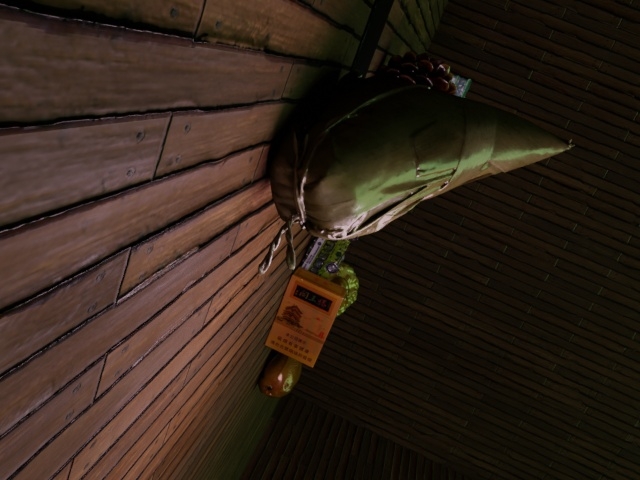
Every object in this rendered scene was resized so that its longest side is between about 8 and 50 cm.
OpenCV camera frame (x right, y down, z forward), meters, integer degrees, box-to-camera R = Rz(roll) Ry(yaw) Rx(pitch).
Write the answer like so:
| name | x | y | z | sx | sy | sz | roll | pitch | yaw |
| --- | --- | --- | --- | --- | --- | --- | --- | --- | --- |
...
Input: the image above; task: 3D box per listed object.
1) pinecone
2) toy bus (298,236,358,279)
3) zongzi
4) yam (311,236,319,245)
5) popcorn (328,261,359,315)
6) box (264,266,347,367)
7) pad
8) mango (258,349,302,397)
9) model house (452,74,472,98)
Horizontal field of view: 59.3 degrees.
| name | x | y | z | sx | sy | sz | roll | pitch | yaw |
| --- | --- | --- | --- | --- | --- | --- | --- | --- | --- |
| pinecone | 0.246 | -0.396 | 1.618 | 0.292 | 0.246 | 0.246 | -52 | 169 | -22 |
| toy bus | 0.034 | -0.002 | 1.757 | 0.302 | 0.139 | 0.113 | -60 | 178 | 29 |
| zongzi | 0.174 | -0.122 | 0.912 | 0.500 | 0.466 | 0.218 | -56 | 148 | -54 |
| yam | 0.000 | 0.000 | 1.890 | 0.094 | 0.043 | 0.043 | -56 | 168 | -70 |
| popcorn | 0.032 | 0.208 | 2.302 | 0.251 | 0.206 | 0.237 | -30 | 164 | -51 |
| box | -0.047 | 0.241 | 1.760 | 0.076 | 0.174 | 0.274 | -56 | 169 | -67 |
| pad | 0.090 | -0.391 | 1.306 | 0.248 | 0.007 | 0.368 | -57 | 169 | -63 |
| mango | -0.144 | 0.477 | 2.103 | 0.156 | 0.151 | 0.249 | -31 | -154 | 37 |
| model house | 0.424 | -0.549 | 2.326 | 0.251 | 0.294 | 0.330 | -31 | 142 | -73 |
